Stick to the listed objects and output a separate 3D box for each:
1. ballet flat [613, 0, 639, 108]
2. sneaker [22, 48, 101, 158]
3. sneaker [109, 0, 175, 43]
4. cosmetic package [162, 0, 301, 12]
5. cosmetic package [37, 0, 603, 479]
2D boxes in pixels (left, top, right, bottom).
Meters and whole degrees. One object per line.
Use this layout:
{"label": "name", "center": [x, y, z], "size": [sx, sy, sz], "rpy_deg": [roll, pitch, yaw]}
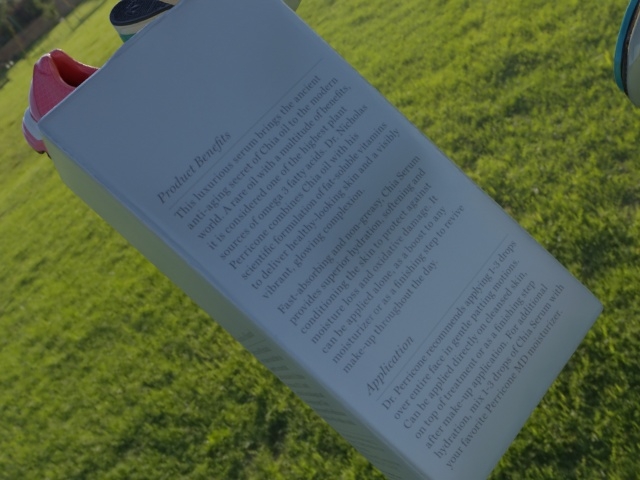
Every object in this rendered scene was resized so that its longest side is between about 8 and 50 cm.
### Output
{"label": "ballet flat", "center": [0.227, -0.158, 0.320], "size": [0.248, 0.086, 0.086], "rpy_deg": [-55, 29, -13]}
{"label": "sneaker", "center": [-0.229, -0.138, 0.859], "size": [0.116, 0.313, 0.136], "rpy_deg": [-62, -8, -53]}
{"label": "sneaker", "center": [-0.226, -0.395, 1.320], "size": [0.295, 0.178, 0.124], "rpy_deg": [-13, 56, 5]}
{"label": "cosmetic package", "center": [-0.132, -0.371, 0.763], "size": [0.224, 0.225, 0.138], "rpy_deg": [21, 73, 15]}
{"label": "cosmetic package", "center": [0.000, 0.000, 0.640], "size": [0.230, 0.453, 0.161], "rpy_deg": [-47, 3, -18]}
